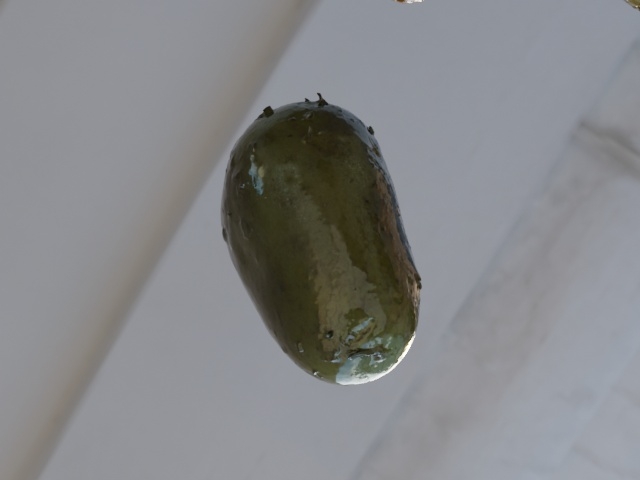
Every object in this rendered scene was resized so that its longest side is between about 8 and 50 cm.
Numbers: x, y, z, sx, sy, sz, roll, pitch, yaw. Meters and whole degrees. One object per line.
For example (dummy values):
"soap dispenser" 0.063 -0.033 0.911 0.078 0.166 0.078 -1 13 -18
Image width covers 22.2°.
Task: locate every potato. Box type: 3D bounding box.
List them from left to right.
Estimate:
"potato" 0.001 0.013 2.004 0.270 0.219 0.359 101 153 -67

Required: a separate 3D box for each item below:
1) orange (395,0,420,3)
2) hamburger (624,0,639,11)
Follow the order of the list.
"orange" 0.094 -0.317 1.713 0.117 0.136 0.135 21 -169 4
"hamburger" 0.323 -0.305 1.387 0.314 0.290 0.170 25 -122 -22
